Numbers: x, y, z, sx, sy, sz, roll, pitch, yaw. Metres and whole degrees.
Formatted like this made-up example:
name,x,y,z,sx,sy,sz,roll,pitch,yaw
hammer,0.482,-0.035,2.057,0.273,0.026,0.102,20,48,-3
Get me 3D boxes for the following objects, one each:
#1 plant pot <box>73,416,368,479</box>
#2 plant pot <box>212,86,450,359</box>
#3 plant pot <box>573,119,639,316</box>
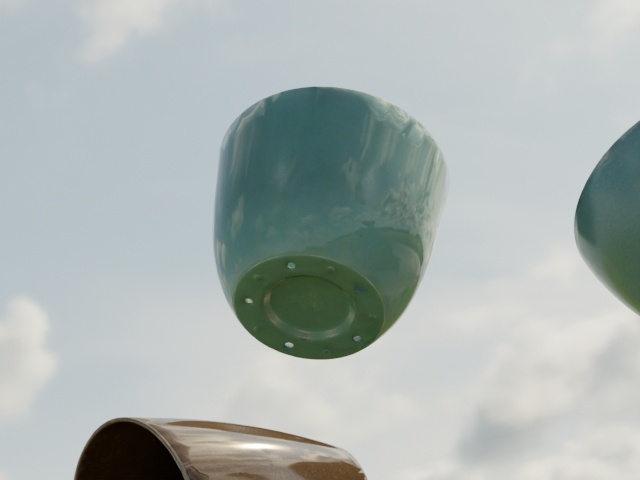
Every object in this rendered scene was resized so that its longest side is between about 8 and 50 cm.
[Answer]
name,x,y,z,sx,sy,sz,roll,pitch,yaw
plant pot,-0.073,0.254,1.696,0.230,0.215,0.215,-4,-20,-39
plant pot,0.000,0.000,2.264,0.293,0.235,0.293,6,-45,6
plant pot,0.441,0.004,1.982,0.290,0.195,0.290,-13,-46,-14
